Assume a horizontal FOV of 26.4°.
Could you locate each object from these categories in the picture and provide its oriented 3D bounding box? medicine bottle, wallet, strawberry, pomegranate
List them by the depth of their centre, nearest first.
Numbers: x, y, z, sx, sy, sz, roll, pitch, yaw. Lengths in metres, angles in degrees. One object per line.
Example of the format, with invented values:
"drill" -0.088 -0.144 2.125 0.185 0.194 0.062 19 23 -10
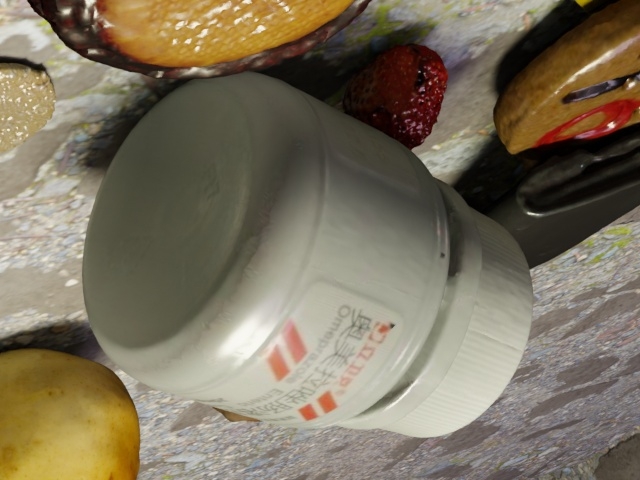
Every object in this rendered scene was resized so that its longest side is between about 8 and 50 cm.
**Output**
"medicine bottle" -0.003 0.026 1.069 0.306 0.245 0.245 22 132 -39
"strawberry" 0.062 -0.119 1.119 0.096 0.083 0.083 -41 154 29
"pomegranate" -0.286 0.221 1.360 0.233 0.233 0.233 -21 159 -9
"wallet" 0.221 -0.015 1.461 0.228 0.062 0.406 -17 169 -22

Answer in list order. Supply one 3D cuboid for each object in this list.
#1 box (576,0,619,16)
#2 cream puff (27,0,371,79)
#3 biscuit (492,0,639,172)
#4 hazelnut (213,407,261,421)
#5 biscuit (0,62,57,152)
"box" 0.269 -0.220 1.178 0.087 0.023 0.155 -35 157 18
"cream puff" -0.053 -0.195 0.683 0.239 0.165 0.239 -21 159 -8
"biscuit" 0.309 -0.148 1.301 0.367 0.063 0.314 -10 156 -47
"hazelnut" -0.038 0.070 1.299 0.186 0.210 0.210 -16 158 -10
"biscuit" -0.240 -0.086 0.949 0.120 0.015 0.120 -22 159 -9
